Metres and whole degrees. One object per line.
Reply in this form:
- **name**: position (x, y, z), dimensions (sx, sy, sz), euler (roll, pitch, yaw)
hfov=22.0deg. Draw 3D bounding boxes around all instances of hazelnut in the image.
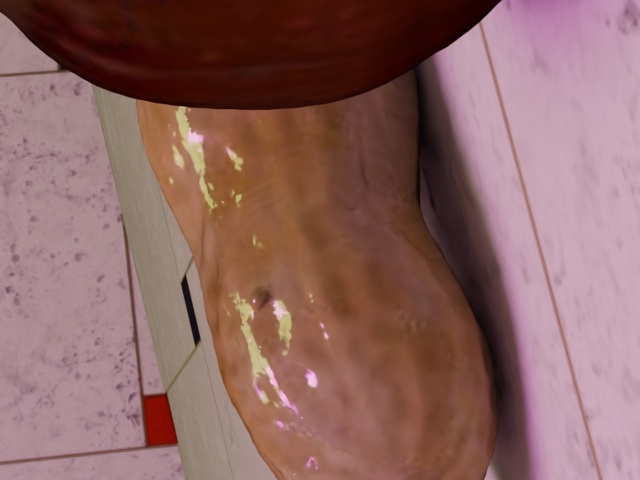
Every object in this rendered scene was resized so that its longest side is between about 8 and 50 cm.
- **hazelnut**: position (-0.024, -0.137, 0.555), dimensions (0.229, 0.229, 0.229), euler (168, 90, -79)

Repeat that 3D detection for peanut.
- **peanut**: position (0.000, 0.000, 0.787), dimensions (0.149, 0.149, 0.313), euler (108, 144, -69)
